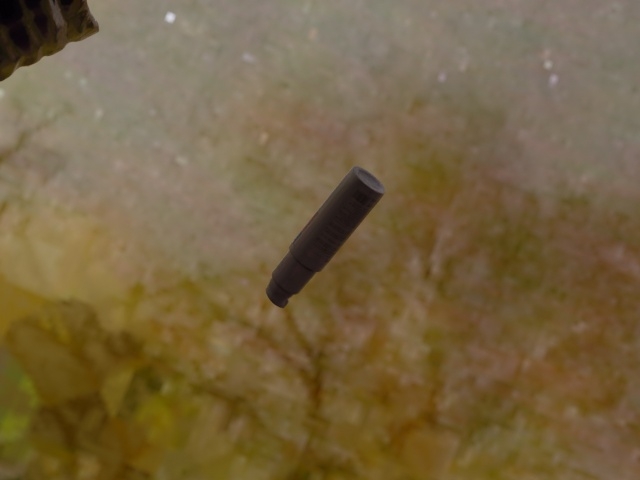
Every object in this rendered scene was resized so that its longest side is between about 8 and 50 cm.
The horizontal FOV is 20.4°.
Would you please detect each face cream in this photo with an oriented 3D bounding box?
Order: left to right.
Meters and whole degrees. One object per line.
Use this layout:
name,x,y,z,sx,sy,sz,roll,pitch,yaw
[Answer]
face cream,0.000,0.000,1.411,0.034,0.130,0.034,33,19,-13

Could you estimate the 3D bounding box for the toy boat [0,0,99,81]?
toy boat,-0.095,-0.192,0.962,0.072,0.318,0.219,45,-36,4
